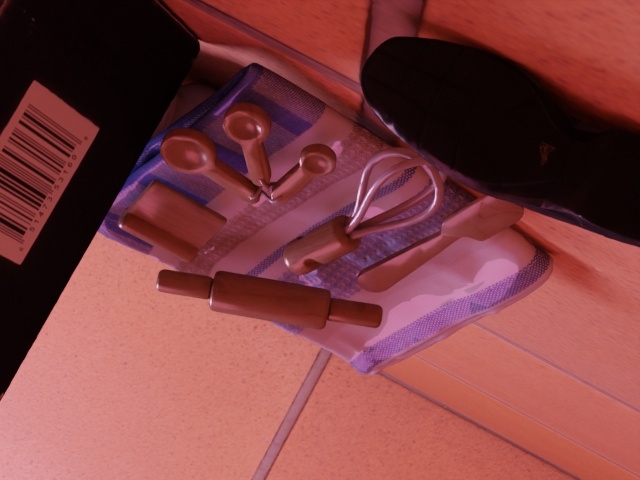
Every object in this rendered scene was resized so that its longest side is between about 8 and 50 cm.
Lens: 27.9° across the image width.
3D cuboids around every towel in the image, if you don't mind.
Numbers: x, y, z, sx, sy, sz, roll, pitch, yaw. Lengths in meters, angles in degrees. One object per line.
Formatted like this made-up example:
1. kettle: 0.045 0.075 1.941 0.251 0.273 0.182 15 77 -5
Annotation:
1. towel: 0.000 0.000 0.915 0.285 0.034 0.209 31 136 -29

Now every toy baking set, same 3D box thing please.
1. toy baking set: -0.006 -0.003 0.857 0.256 0.030 0.196 13 141 -5

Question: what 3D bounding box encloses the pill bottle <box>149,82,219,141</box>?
1. pill bottle: -0.083 -0.048 0.992 0.208 0.117 0.118 35 170 -34

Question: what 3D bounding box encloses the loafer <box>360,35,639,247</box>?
1. loafer: 0.096 -0.042 0.617 0.170 0.062 0.061 30 177 4

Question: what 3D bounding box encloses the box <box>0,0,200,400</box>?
1. box: -0.295 -0.084 0.845 0.294 0.296 0.183 24 171 30
